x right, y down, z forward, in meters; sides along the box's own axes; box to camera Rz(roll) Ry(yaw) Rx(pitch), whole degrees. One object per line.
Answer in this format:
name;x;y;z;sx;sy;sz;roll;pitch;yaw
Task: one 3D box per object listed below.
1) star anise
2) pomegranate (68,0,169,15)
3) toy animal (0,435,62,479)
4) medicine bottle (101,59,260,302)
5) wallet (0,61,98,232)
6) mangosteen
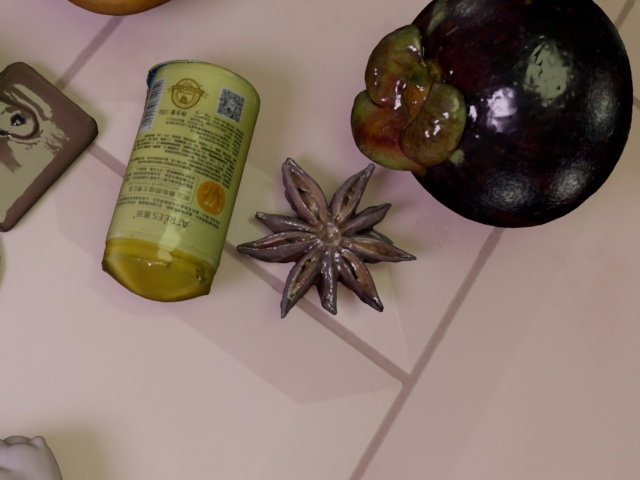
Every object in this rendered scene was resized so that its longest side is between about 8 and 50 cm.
star anise;0.000;0.000;1.016;0.182;0.065;0.195;-21;84;-18
pomegranate;-0.207;-0.371;0.916;0.307;0.307;0.307;4;77;-19
toy animal;-0.394;0.259;0.760;0.357;0.194;0.258;11;65;-25
medicine bottle;-0.142;-0.055;0.947;0.124;0.124;0.239;17;74;-16
wallet;-0.311;-0.098;0.937;0.118;0.039;0.153;39;70;-10
mangosteen;0.188;-0.148;1.003;0.288;0.288;0.288;4;77;-19
